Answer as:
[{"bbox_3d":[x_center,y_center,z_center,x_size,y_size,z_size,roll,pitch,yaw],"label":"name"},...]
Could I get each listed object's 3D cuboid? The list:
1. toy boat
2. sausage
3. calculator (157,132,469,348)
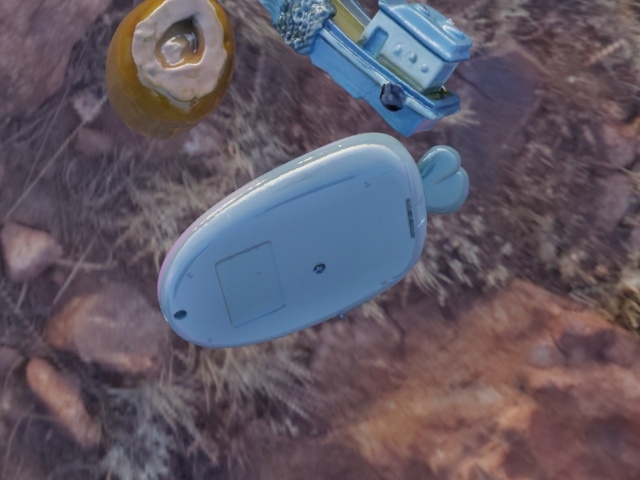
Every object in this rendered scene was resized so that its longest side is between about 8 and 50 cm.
[{"bbox_3d":[0.033,-0.199,1.258,0.238,0.109,0.098,42,115,13],"label":"toy boat"},{"bbox_3d":[-0.162,-0.170,1.442,0.116,0.354,0.134,-13,92,-13],"label":"sausage"},{"bbox_3d":[0.000,0.000,1.231,0.299,0.041,0.185,-23,137,-13],"label":"calculator"}]
